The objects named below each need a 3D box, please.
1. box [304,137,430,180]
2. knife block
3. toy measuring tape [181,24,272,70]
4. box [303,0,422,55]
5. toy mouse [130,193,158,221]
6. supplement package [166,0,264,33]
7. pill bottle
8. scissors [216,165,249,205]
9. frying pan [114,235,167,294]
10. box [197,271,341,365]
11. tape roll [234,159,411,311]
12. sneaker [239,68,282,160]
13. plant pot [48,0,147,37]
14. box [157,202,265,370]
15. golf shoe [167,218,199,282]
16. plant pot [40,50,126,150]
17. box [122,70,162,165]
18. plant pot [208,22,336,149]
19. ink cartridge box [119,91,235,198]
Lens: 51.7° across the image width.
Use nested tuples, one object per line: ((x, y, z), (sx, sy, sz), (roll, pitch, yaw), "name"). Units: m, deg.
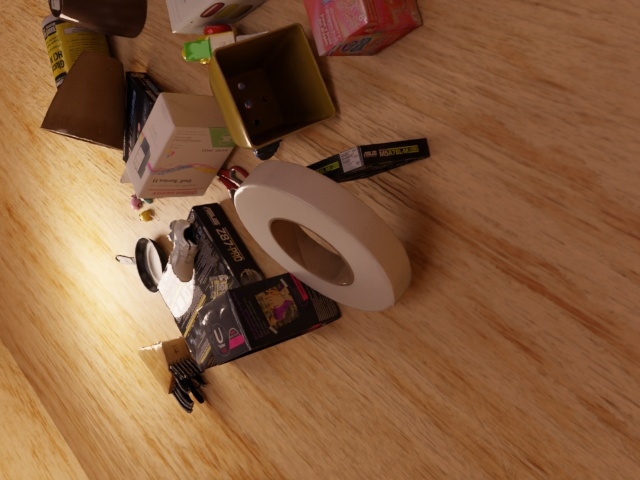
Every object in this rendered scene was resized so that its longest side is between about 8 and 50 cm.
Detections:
((0.080, -0.148, 1.269), (0.190, 0.184, 0.045), (-14, 91, 51), "box")
((-0.481, 0.447, 2.174), (0.275, 0.088, 0.242), (-19, 86, 50), "knife block")
((-0.186, -0.464, 1.575), (0.329, 0.121, 0.122), (0, 102, 26), "toy measuring tape")
((0.051, -0.508, 1.219), (0.142, 0.154, 0.300), (-19, 86, 50), "box")
((-0.595, -0.131, 2.176), (0.161, 0.031, 0.143), (1, 102, 49), "toy mouse")
((-0.247, -0.592, 1.549), (0.244, 0.139, 0.134), (-11, 91, 51), "supplement package")
((-0.762, -0.551, 2.121), (0.187, 0.187, 0.334), (-13, 91, 50), "pill bottle")
((-0.273, -0.192, 1.798), (0.297, 0.021, 0.109), (43, 132, 35), "scissors")
((-0.595, 0.098, 2.232), (0.326, 0.053, 0.197), (-27, 81, 52), "frying pan")
((-0.116, 0.169, 1.524), (0.165, 0.270, 0.144), (-33, 75, 49), "box")
((0.000, 0.000, 1.329), (0.392, 0.072, 0.392), (32, 157, 15), "tape roll")
((-0.147, -0.301, 1.582), (0.087, 0.083, 0.221), (-3, 94, 63), "sneaker")
((-0.663, -0.702, 1.928), (0.215, 0.230, 0.216), (19, 115, 45), "plant pot")
((-0.320, 0.137, 1.889), (0.318, 0.097, 0.395), (56, 136, 25), "box")
((-0.365, 0.030, 1.793), (0.086, 0.069, 0.176), (-1, 100, 42), "golf shoe")
((-0.674, -0.417, 1.955), (0.237, 0.237, 0.255), (15, 90, 46), "plant pot")
((-0.520, -0.316, 1.957), (0.293, 0.073, 0.296), (47, 133, 47), "box")
((-0.128, -0.316, 1.437), (0.187, 0.212, 0.212), (-6, 108, 64), "plant pot")
((-0.372, -0.218, 1.735), (0.353, 0.207, 0.119), (-48, 59, 42), "ink cartridge box")
